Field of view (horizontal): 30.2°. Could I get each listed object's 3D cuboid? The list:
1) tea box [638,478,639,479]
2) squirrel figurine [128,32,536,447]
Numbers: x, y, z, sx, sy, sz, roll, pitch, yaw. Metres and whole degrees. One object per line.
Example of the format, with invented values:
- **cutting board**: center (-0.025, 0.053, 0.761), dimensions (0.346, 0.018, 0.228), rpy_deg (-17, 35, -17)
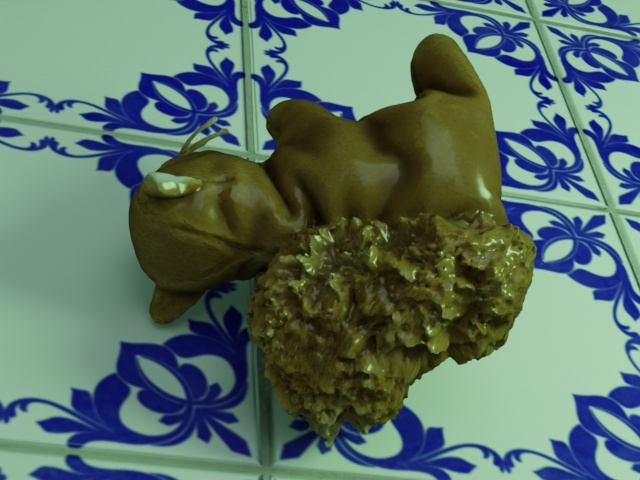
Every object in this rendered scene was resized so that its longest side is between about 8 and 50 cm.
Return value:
- **tea box**: center (0.310, 0.382, 0.908), dimensions (0.329, 0.220, 0.324), rpy_deg (37, 43, 21)
- **squirrel figurine**: center (0.000, 0.000, 1.212), dimensions (0.371, 0.281, 0.397), rpy_deg (-5, 41, -16)
